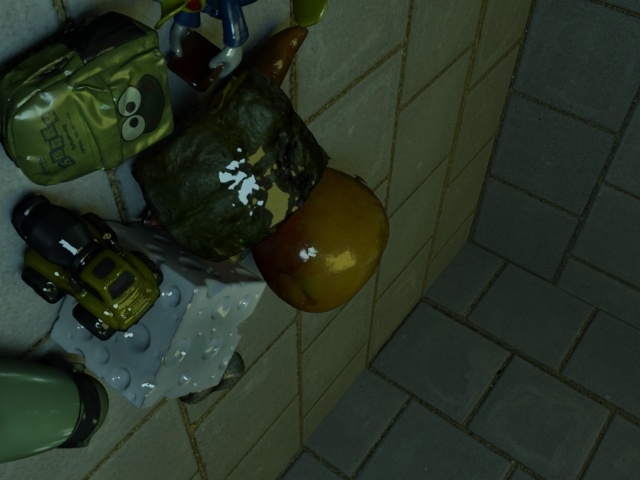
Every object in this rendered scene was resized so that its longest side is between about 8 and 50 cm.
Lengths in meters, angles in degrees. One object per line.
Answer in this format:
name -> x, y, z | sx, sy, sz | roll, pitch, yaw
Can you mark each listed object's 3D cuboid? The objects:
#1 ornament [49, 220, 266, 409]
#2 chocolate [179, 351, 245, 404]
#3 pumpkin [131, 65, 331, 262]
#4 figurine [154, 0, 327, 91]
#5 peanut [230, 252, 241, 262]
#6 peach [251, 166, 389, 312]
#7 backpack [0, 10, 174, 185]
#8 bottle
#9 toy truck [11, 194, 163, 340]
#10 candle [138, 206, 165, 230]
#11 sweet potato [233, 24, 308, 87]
ornament -> -0.291, 0.125, 1.214 | 0.239, 0.239, 0.239 | -64, 158, 10
chocolate -> -0.279, 0.339, 1.662 | 0.248, 0.110, 0.110 | -18, 133, -58
pumpkin -> -0.154, -0.119, 1.123 | 0.303, 0.256, 0.225 | -47, 111, -6
figurine -> -0.184, -0.379, 1.011 | 0.338, 0.204, 0.284 | 3, 122, -51
peanut -> -0.209, 0.032, 1.521 | 0.054, 0.053, 0.113 | -8, 122, -62
peach -> -0.002, -0.001, 1.603 | 0.372, 0.289, 0.373 | -40, 147, -33
backpack -> -0.328, -0.189, 0.913 | 0.253, 0.140, 0.207 | -38, 150, -29
bottle -> -0.490, 0.276, 1.087 | 0.169, 0.168, 0.347 | -59, 160, -2
toy truck -> -0.357, 0.032, 0.998 | 0.147, 0.224, 0.165 | -49, 161, -23
candle -> -0.252, -0.056, 1.313 | 0.301, 0.059, 0.084 | -22, 114, -58
sweet potato -> -0.134, -0.259, 1.261 | 0.112, 0.112, 0.359 | 6, 110, -65
